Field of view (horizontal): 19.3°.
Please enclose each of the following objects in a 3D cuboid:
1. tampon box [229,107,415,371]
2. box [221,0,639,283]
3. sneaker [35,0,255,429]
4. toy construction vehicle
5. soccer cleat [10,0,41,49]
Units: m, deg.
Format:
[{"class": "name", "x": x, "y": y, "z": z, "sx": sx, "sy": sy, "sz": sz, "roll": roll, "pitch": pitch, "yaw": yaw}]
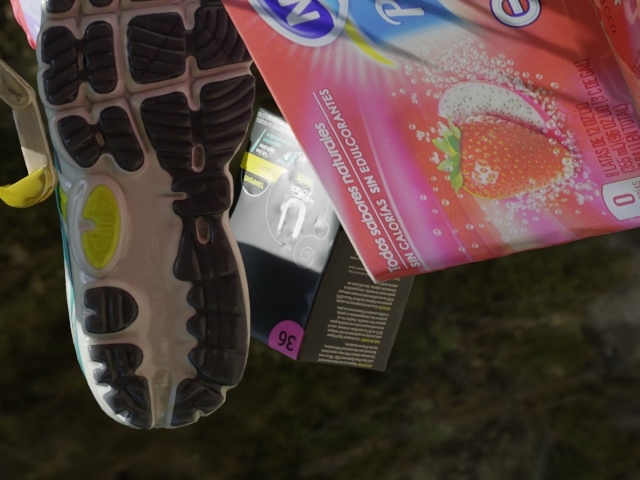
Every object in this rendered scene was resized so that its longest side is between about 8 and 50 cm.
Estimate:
[{"class": "tampon box", "x": 0.000, "y": 0.000, "z": 1.398, "sx": 0.120, "sy": 0.101, "sz": 0.161, "roll": 24, "pitch": 98, "yaw": 43}, {"class": "box", "x": 0.038, "y": -0.152, "z": 0.744, "sx": 0.300, "sy": 0.142, "sz": 0.154, "roll": 61, "pitch": -149, "yaw": -28}, {"class": "sneaker", "x": -0.097, "y": -0.045, "z": 0.931, "sx": 0.110, "sy": 0.107, "sz": 0.275, "roll": -156, "pitch": 66, "yaw": -68}, {"class": "toy construction vehicle", "x": -0.110, "y": -0.050, "z": 0.506, "sx": 0.098, "sy": 0.035, "sz": 0.086, "roll": 56, "pitch": -176, "yaw": 2}, {"class": "soccer cleat", "x": -0.181, "y": -0.164, "z": 1.461, "sx": 0.108, "sy": 0.116, "sz": 0.318, "roll": 10, "pitch": -114, "yaw": -64}]
